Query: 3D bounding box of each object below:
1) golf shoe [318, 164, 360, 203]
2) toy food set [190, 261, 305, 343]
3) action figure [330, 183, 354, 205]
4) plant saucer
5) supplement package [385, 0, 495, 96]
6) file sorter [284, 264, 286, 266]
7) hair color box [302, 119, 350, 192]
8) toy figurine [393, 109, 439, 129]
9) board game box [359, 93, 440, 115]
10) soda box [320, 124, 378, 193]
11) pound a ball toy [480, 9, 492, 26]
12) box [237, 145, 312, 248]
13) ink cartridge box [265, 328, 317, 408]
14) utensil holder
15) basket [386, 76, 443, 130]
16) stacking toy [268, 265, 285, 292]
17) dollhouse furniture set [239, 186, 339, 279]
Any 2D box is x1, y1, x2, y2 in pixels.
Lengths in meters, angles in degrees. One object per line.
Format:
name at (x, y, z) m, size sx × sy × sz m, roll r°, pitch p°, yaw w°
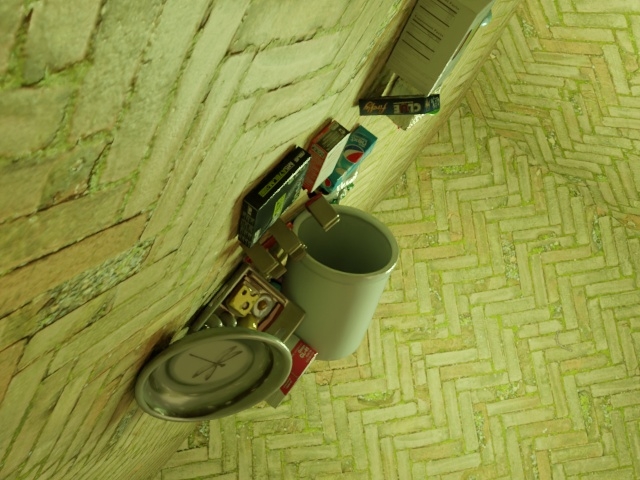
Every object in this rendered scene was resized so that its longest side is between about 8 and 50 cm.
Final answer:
golf shoe at (0.055, -0.185, 1.855) m, size 0.176 × 0.069 × 0.086 m, roll -53°, pitch 167°, yaw 3°
toy food set at (-0.187, 0.217, 1.703) m, size 0.220 × 0.092 × 0.306 m, roll -51°, pitch 138°, yaw -8°
action figure at (0.031, -0.117, 2.056) m, size 0.232 × 0.063 × 0.137 m, roll -47°, pitch 180°, yaw -20°
plant saucer at (-0.276, 0.325, 1.600) m, size 0.400 × 0.101 × 0.401 m, roll -14°, pitch 140°, yaw -12°
supplement package at (0.279, -0.487, 1.451) m, size 0.139 × 0.133 × 0.244 m, roll -47°, pitch 172°, yaw -37°
file sorter at (-0.133, 0.270, 2.404) m, size 0.182 × 0.202 × 0.291 m, roll -47°, pitch 172°, yaw -27°
hair color box at (0.005, -0.198, 1.485) m, size 0.093 × 0.053 × 0.167 m, roll -46°, pitch 173°, yaw -32°
toy figurine at (0.303, -0.447, 2.083) m, size 0.159 × 0.130 × 0.173 m, roll -39°, pitch -150°, yaw 49°
board game box at (0.210, -0.353, 1.618) m, size 0.243 × 0.164 × 0.042 m, roll -36°, pitch 126°, yaw -65°
soda box at (0.070, -0.225, 1.723) m, size 0.210 × 0.067 × 0.071 m, roll -48°, pitch 173°, yaw -32°
pound a ball toy at (0.427, -0.665, 1.510) m, size 0.208 × 0.135 × 0.319 m, roll -45°, pitch 171°, yaw -47°
box at (-0.103, -0.091, 1.361) m, size 0.184 × 0.045 × 0.191 m, roll -51°, pitch 173°, yaw -28°
ink cartridge box at (-0.192, 0.344, 1.934) m, size 0.131 × 0.306 × 0.226 m, roll -45°, pitch 171°, yaw -43°
utensil holder at (0.038, 0.136, 1.942) m, size 0.327 × 0.327 × 0.386 m, roll -45°, pitch 157°, yaw -47°
basket at (0.265, -0.420, 1.828) m, size 0.103 × 0.113 × 0.167 m, roll -43°, pitch 170°, yaw -29°
stacking toy at (-0.185, 0.249, 2.152) m, size 0.330 × 0.141 × 0.141 m, roll -51°, pitch 174°, yaw -23°
dollhouse furniture set at (-0.090, -0.028, 1.603) m, size 0.259 × 0.135 × 0.262 m, roll -40°, pitch 173°, yaw -2°
